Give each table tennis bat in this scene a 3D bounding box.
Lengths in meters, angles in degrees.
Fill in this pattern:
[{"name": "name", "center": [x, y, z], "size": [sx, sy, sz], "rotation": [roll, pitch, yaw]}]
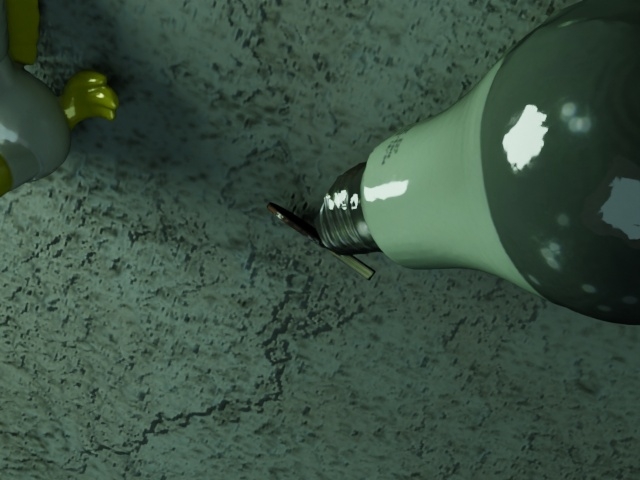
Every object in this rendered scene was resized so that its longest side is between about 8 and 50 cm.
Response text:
[{"name": "table tennis bat", "center": [0.000, 0.000, 1.033], "size": [0.083, 0.050, 0.007], "rotation": [35, 95, 12]}]

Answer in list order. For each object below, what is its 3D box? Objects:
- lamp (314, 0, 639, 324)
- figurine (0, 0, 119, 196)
[{"name": "lamp", "center": [0.135, -0.050, 0.913], "size": [0.314, 0.182, 0.182], "rotation": [8, 138, 57]}, {"name": "figurine", "center": [-0.221, -0.113, 1.005], "size": [0.129, 0.109, 0.178], "rotation": [-34, 113, 7]}]
